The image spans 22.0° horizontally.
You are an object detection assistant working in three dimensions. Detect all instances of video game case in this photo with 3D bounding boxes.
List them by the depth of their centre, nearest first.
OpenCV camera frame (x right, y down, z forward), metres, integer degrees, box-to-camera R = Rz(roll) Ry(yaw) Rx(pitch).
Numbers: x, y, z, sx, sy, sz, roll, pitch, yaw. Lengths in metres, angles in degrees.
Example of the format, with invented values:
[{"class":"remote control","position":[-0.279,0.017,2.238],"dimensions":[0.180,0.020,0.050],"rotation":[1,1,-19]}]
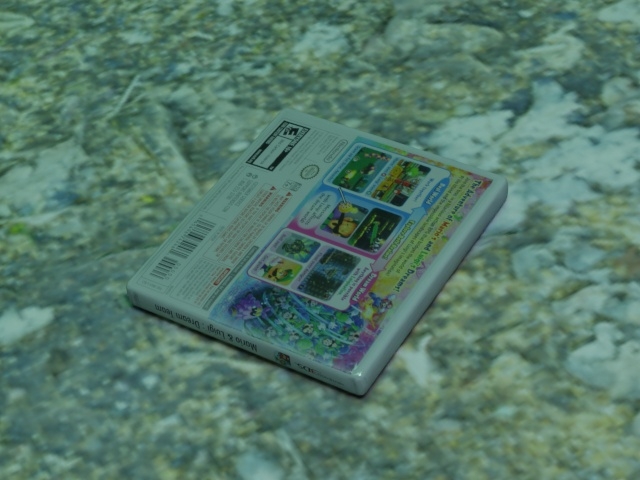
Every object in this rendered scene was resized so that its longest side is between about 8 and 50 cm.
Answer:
[{"class":"video game case","position":[0.000,0.000,0.864],"dimensions":[0.143,0.019,0.157],"rotation":[20,51,26]}]
